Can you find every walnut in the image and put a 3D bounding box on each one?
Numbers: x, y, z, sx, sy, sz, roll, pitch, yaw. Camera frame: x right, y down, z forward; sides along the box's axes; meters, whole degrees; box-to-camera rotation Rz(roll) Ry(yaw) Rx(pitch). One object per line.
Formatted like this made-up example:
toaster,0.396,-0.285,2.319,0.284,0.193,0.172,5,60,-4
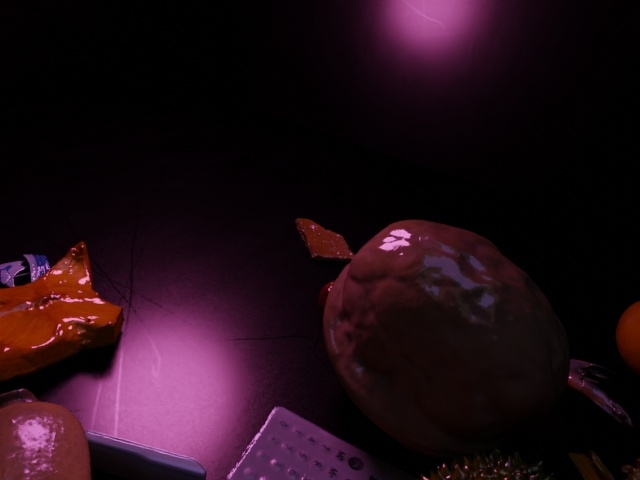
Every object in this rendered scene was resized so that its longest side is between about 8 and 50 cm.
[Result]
walnut,0.178,0.154,0.695,0.382,0.380,0.381,12,25,-6

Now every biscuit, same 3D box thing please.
biscuit,0.009,-0.001,1.308,0.131,0.026,0.237,6,26,-21

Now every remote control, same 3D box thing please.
remote control,-0.224,0.286,0.556,0.162,0.061,0.029,14,27,1

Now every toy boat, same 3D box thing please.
toy boat,-0.607,0.062,0.864,0.150,0.034,0.105,-6,33,-12

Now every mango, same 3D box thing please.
mango,0.863,0.246,1.037,0.378,0.221,0.264,2,24,-43

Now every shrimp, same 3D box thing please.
shrimp,0.618,0.323,0.963,0.148,0.035,0.195,2,26,-29

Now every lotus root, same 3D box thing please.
lotus root,-0.318,0.270,0.457,0.146,0.130,0.303,-2,30,-34

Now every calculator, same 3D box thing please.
calculator,0.016,0.343,0.613,0.262,0.021,0.161,21,26,15

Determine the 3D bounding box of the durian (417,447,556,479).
durian,0.183,0.335,0.490,0.237,0.200,0.176,4,51,-33

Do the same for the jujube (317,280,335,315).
jujube,0.081,0.144,0.954,0.176,0.109,0.112,19,-8,15

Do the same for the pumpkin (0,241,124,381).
pumpkin,-0.465,0.114,0.743,0.259,0.095,0.290,25,26,25

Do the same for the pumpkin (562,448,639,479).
pumpkin,0.414,0.339,0.539,0.190,0.280,0.139,-24,40,2
